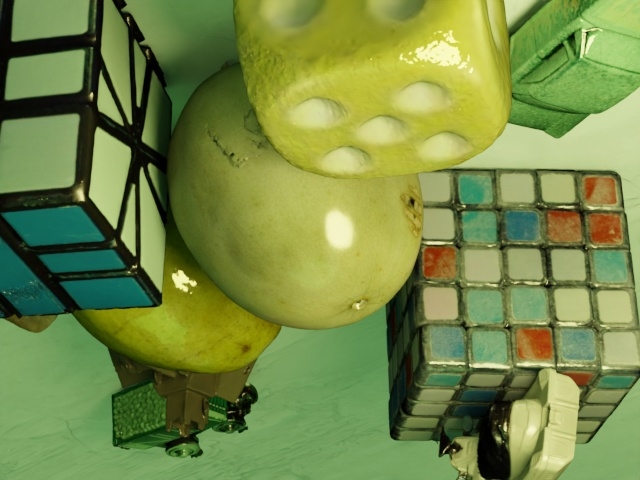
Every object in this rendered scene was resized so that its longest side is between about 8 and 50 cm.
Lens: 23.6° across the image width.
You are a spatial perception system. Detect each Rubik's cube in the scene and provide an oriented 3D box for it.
[{"bbox_3d":[-0.328,-0.097,1.631,0.283,0.293,0.288,-7,151,9],"label":"Rubik's cube"},{"bbox_3d":[0.241,0.092,2.020,0.292,0.287,0.293,0,154,-3],"label":"Rubik's cube"}]

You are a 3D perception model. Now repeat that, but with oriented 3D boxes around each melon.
[{"bbox_3d":[-0.033,-0.063,1.685,0.268,0.330,0.268,-23,155,-11],"label":"melon"}]

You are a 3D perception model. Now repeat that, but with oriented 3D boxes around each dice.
[{"bbox_3d":[0.052,-0.210,1.467,0.233,0.238,0.227,-8,153,13],"label":"dice"}]

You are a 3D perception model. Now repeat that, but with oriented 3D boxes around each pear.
[{"bbox_3d":[-0.191,0.033,1.919,0.307,0.253,0.253,35,141,-18],"label":"pear"}]

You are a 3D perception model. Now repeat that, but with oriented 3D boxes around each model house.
[{"bbox_3d":[-0.210,0.164,2.199,0.204,0.243,0.211,-20,148,33],"label":"model house"}]

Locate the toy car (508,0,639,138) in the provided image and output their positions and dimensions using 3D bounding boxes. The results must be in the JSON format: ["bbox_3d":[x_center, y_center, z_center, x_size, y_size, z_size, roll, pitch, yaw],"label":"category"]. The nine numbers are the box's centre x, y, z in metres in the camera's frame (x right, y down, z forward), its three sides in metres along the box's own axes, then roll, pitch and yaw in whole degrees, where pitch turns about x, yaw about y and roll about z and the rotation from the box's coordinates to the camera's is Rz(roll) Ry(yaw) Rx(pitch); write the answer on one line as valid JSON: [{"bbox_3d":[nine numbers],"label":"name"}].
[{"bbox_3d":[0.291,-0.202,1.644,0.141,0.097,0.320,11,151,-23],"label":"toy car"}]

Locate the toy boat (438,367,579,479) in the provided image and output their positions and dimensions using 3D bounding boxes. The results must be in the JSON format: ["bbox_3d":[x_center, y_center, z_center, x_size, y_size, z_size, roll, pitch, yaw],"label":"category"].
[{"bbox_3d":[0.228,0.257,1.887,0.140,0.141,0.269,10,154,-20],"label":"toy boat"}]

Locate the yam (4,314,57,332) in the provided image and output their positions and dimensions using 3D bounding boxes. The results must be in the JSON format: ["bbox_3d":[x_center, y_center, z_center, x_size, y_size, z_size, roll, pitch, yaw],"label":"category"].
[{"bbox_3d":[-0.502,0.050,2.151,0.081,0.081,0.356,-18,148,31],"label":"yam"}]

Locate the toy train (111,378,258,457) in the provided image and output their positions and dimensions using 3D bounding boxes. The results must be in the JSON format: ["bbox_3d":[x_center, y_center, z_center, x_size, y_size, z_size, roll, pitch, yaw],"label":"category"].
[{"bbox_3d":[-0.229,0.296,2.608,0.269,0.115,0.154,-23,151,39],"label":"toy train"}]
